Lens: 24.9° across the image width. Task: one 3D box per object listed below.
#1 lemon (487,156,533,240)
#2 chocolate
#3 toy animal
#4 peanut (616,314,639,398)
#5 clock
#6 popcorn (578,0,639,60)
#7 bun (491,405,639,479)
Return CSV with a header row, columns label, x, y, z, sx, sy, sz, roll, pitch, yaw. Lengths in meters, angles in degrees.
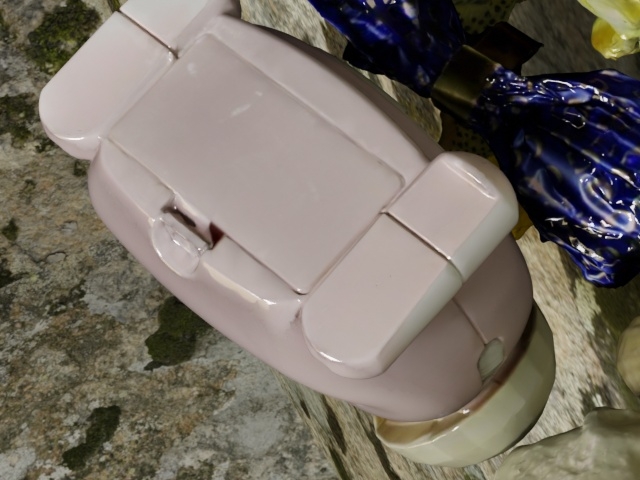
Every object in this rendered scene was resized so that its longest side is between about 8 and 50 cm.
label,x,y,z,sx,sy,sz,roll,pitch,yaw
lemon,0.156,-0.042,1.170,0.065,0.065,0.092,-139,35,-61
chocolate,0.084,-0.113,0.907,0.343,0.148,0.126,36,125,9
toy animal,0.110,-0.125,1.023,0.073,0.136,0.181,46,157,56
peanut,0.258,0.078,0.969,0.082,0.082,0.187,63,167,3
clock,0.000,0.000,0.975,0.342,0.184,0.326,44,177,23
popcorn,0.182,-0.142,0.701,0.162,0.141,0.135,-65,35,22
bun,0.223,0.259,1.003,0.211,0.359,0.360,-83,-16,-45
